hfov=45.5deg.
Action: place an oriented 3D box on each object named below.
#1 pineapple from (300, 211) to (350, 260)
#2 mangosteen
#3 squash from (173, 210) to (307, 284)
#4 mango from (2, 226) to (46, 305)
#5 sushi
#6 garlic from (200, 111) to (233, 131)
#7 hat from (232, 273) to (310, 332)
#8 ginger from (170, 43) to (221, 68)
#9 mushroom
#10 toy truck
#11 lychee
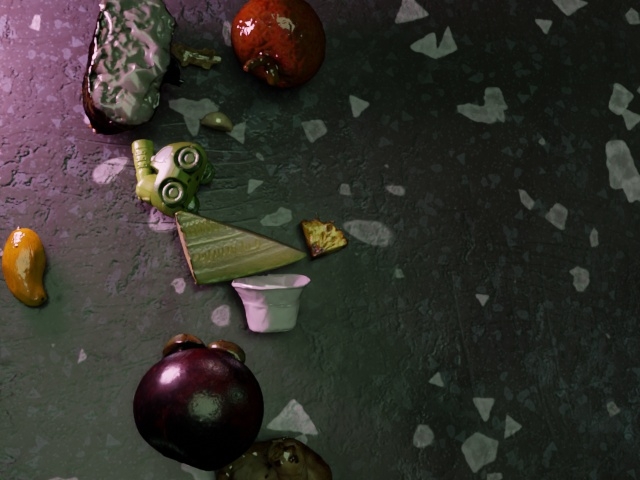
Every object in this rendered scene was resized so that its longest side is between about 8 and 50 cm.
[{"bbox_3d":[0.000,0.000,1.978,0.137,0.069,0.116,27,79,3],"label":"pineapple"},{"bbox_3d":[-0.259,0.361,1.719,0.300,0.300,0.300,3,78,-13],"label":"mangosteen"},{"bbox_3d":[-0.203,-0.016,1.900,0.289,0.111,0.203,-17,103,-13],"label":"squash"},{"bbox_3d":[-0.692,0.062,1.788,0.098,0.075,0.190,-8,87,-9],"label":"mango"},{"bbox_3d":[-0.462,-0.427,1.886,0.234,0.207,0.348,15,80,-22],"label":"sushi"},{"bbox_3d":[-0.265,-0.307,1.981,0.083,0.053,0.041,17,60,-14],"label":"garlic"},{"bbox_3d":[-0.119,0.154,1.863,0.203,0.203,0.126,-3,95,-14],"label":"hat"},{"bbox_3d":[-0.328,-0.483,2.009,0.137,0.044,0.057,10,105,-5],"label":"ginger"},{"bbox_3d":[-0.108,0.579,1.748,0.267,0.254,0.267,-2,78,11],"label":"mushroom"},{"bbox_3d":[-0.379,-0.152,1.881,0.211,0.148,0.187,6,79,9],"label":"toy truck"},{"bbox_3d":[-0.107,-0.513,1.963,0.255,0.255,0.300,24,42,-8],"label":"lychee"}]
